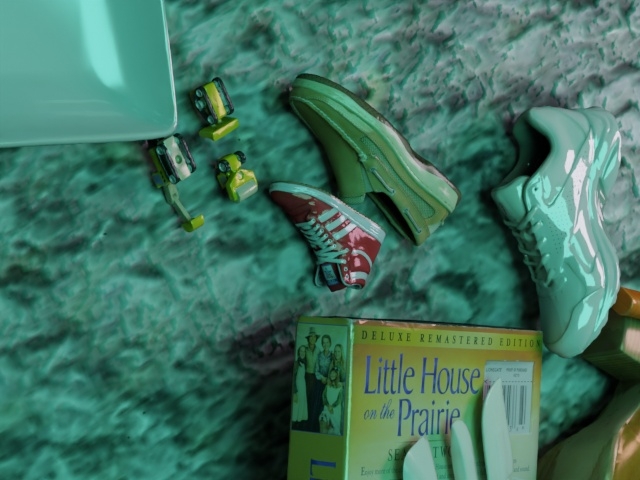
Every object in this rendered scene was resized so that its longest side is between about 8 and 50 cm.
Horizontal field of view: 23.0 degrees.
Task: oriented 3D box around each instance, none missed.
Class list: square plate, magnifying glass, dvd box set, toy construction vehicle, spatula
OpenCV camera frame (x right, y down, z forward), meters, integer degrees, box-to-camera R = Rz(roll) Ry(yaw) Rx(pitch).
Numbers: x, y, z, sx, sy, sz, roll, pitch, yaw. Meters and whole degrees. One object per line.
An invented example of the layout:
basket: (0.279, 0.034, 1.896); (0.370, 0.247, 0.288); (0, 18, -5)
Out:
square plate: (-0.278, -0.230, 1.113); (0.347, 0.049, 0.344); (-8, 93, -33)
magnifying glass: (0.345, 0.074, 1.471); (0.231, 0.092, 0.026); (16, 115, -44)
dvd box set: (0.076, 0.274, 1.264); (0.307, 0.062, 0.420); (6, 86, -55)
toy construction vehicle: (-0.096, -0.067, 1.240); (0.086, 0.035, 0.098); (-39, 112, -39)
spatula: (0.122, 0.252, 1.262); (0.168, 0.019, 0.242); (-32, 118, -56)

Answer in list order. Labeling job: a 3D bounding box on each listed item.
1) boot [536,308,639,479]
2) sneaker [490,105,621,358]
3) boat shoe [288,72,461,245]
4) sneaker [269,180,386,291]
boot: (0.306, 0.221, 1.449); (0.211, 0.104, 0.295); (31, 69, -28)
sneaker: (0.200, -0.012, 1.404); (0.115, 0.090, 0.232); (8, 76, -26)
boat shoe: (0.037, -0.061, 1.306); (0.190, 0.068, 0.072); (38, 81, -26)
sneaker: (0.000, 0.000, 1.291); (0.118, 0.042, 0.067); (28, 71, -31)
